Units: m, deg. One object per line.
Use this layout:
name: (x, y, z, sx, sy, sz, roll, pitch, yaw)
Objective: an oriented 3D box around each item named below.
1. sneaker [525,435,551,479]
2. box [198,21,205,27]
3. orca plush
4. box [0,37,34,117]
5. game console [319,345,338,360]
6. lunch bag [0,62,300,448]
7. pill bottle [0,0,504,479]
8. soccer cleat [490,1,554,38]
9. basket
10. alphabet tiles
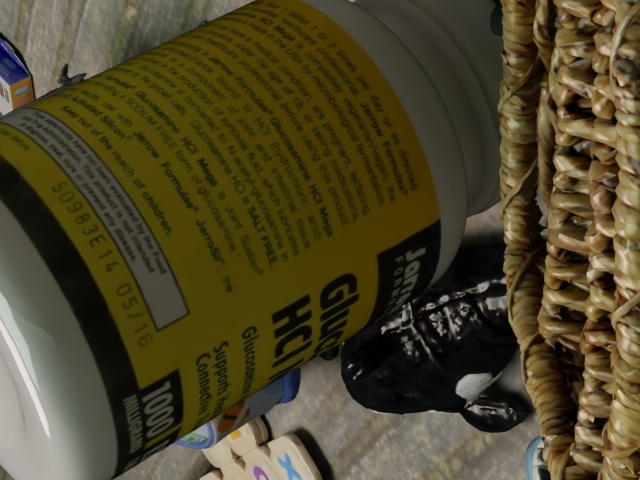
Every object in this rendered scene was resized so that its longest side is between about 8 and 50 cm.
sneaker: (0.175, 0.188, 1.003, 0.073, 0.063, 0.162, -177, 64, -80)
box: (-0.083, -0.053, 1.227, 0.136, 0.036, 0.225, 52, 151, 17)
orca plush: (0.070, 0.076, 1.008, 0.287, 0.102, 0.151, -3, 113, 61)
box: (-0.305, -0.136, 1.544, 0.081, 0.028, 0.136, 43, 150, 32)
game console: (0.000, 0.000, 1.088, 0.107, 0.071, 0.122, 42, 149, 36)
lunch bag: (-0.149, 0.010, 1.242, 0.243, 0.115, 0.303, 1, 119, 64)
pill bottle: (-0.045, -0.020, 0.855, 0.188, 0.334, 0.188, 42, 149, 33)
soccer cleat: (0.145, -0.125, 0.737, 0.179, 0.060, 0.072, 0, 107, 53)
basket: (0.132, -0.015, 0.611, 0.223, 0.213, 0.299, 17, 137, 22)
alphabet tiles: (-0.026, 0.268, 1.459, 0.284, 0.021, 0.278, 58, 153, 4)
